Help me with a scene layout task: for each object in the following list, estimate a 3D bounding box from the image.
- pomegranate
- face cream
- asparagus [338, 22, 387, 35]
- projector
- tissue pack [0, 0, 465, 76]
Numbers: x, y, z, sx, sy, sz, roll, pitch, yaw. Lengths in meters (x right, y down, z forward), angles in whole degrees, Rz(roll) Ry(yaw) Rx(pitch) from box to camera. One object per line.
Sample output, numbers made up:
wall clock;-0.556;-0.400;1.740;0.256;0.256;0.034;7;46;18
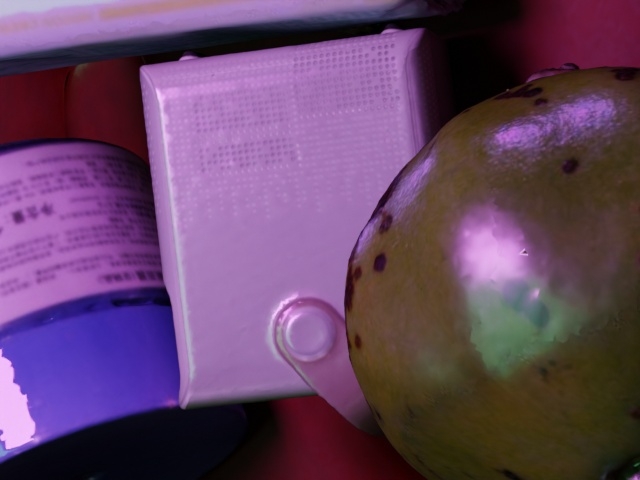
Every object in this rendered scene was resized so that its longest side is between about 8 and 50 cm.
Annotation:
pomegranate;0.136;0.021;0.997;0.254;0.254;0.270;-55;41;41
face cream;-0.201;0.075;1.418;0.249;0.249;0.225;-44;58;46
asparagus;-0.007;-0.163;1.303;0.165;0.030;0.036;24;104;48
projector;0.000;0.000;1.176;0.177;0.163;0.242;-8;91;11
tissue pack;-0.122;-0.254;1.200;0.388;0.162;0.287;-5;95;20
